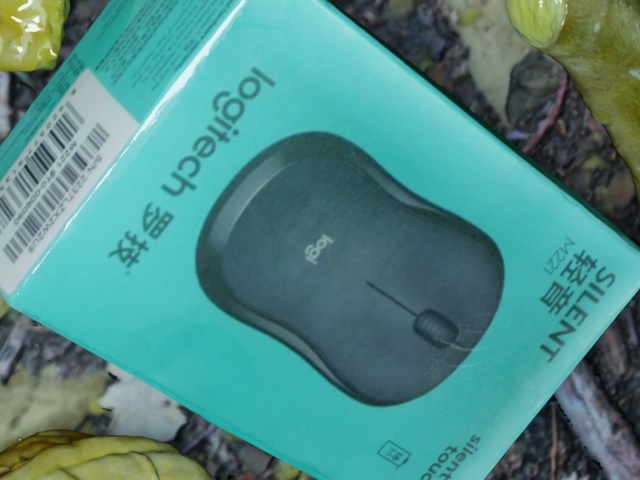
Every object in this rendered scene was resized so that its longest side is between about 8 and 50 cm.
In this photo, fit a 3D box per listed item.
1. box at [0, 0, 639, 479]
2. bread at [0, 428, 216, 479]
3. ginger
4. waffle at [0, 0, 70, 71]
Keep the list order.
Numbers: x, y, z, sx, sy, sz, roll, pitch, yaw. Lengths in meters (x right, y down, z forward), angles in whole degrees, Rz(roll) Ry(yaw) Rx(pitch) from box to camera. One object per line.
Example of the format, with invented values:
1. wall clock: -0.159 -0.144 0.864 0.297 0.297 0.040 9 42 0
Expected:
1. box: 0.000 0.000 0.827 0.311 0.118 0.205 35 99 -35
2. bread: -0.142 0.203 0.831 0.236 0.120 0.198 -33 126 -16
3. ginger: 0.205 -0.056 0.969 0.118 0.065 0.299 -52 124 -20
4. waffle: -0.223 -0.191 0.708 0.248 0.055 0.221 2 105 -29
